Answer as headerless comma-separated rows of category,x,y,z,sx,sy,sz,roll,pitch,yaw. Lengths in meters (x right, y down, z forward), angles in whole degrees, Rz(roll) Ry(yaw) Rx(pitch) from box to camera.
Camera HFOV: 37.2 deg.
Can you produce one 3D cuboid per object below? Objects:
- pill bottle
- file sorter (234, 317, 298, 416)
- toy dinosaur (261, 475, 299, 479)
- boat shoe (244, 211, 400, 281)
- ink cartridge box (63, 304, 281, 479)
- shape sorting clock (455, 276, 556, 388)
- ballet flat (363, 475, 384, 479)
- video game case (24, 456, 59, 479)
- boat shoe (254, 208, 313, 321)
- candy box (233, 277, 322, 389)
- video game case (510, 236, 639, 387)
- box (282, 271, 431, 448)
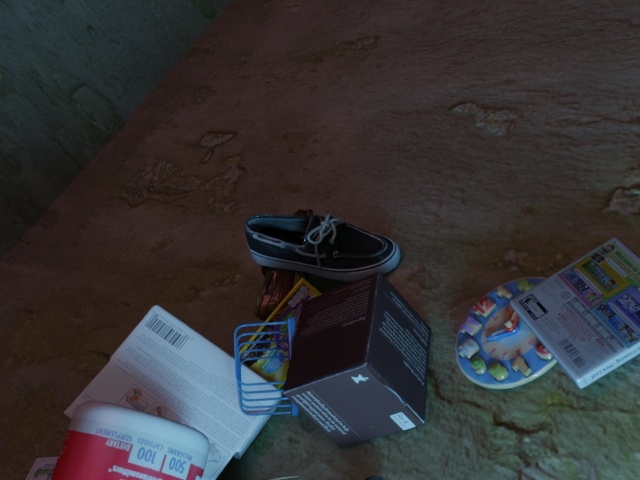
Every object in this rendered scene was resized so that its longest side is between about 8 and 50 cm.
pill bottle,-0.332,0.475,1.476,0.229,0.229,0.408,-6,62,46
file sorter,-0.092,0.223,1.639,0.104,0.170,0.118,-3,62,-3
toy dinosaur,-0.132,0.425,1.590,0.183,0.053,0.092,-34,-6,20
boat shoe,0.001,-0.003,1.842,0.306,0.105,0.113,10,51,18
ink cartridge box,-0.262,0.299,1.715,0.261,0.296,0.066,-51,-14,-24
shape sorting clock,0.300,0.139,1.479,0.206,0.040,0.206,-31,32,21
ballet flat,0.069,0.427,1.392,0.057,0.049,0.173,15,50,4
video game case,-0.605,0.537,2.073,0.157,0.019,0.143,-14,41,40
boat shoe,-0.072,0.041,1.949,0.104,0.111,0.307,3,40,4
candy box,-0.060,0.180,1.802,0.206,0.105,0.027,-50,-3,-12
video game case,0.405,0.099,1.385,0.193,0.023,0.212,-32,32,1
box,0.065,0.195,1.557,0.167,0.168,0.203,-23,34,29
